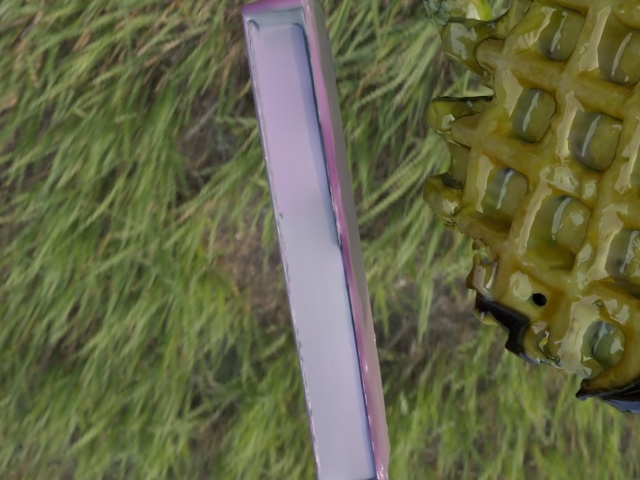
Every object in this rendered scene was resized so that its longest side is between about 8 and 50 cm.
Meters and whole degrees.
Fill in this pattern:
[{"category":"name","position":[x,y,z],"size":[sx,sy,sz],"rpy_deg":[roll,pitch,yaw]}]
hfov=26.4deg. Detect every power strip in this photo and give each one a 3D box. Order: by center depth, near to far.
[{"category":"power strip","position":[0.000,0.000,0.734],"size":[0.038,0.109,0.278],"rpy_deg":[-8,95,6]}]

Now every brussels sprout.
[{"category":"brussels sprout","position":[0.079,-0.162,0.864],"size":[0.046,0.051,0.083],"rpy_deg":[-41,81,18]}]

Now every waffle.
[{"category":"waffle","position":[0.178,-0.035,0.681],"size":[0.060,0.307,0.312],"rpy_deg":[6,165,-44]}]
